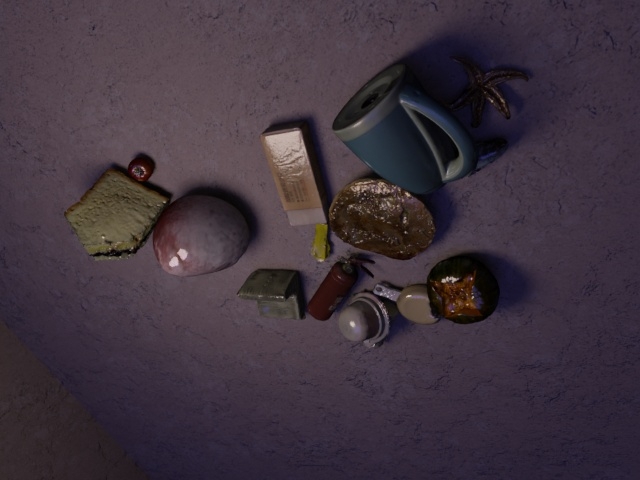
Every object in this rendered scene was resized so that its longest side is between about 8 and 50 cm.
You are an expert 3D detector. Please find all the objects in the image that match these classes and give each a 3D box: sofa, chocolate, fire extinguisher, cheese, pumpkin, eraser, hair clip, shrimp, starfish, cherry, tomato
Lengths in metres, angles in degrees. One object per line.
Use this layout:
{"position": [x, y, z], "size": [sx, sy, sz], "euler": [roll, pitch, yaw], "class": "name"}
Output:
{"position": [-0.181, 0.239, 1.702], "size": [0.211, 0.176, 0.225], "euler": [3, 123, 15], "class": "sofa"}
{"position": [0.140, 0.309, 1.622], "size": [0.221, 0.147, 0.221], "euler": [28, 128, 44], "class": "chocolate"}
{"position": [0.082, 0.171, 1.621], "size": [0.148, 0.106, 0.336], "euler": [26, 128, -8], "class": "fire extinguisher"}
{"position": [0.319, 0.233, 1.607], "size": [0.249, 0.070, 0.163], "euler": [3, 123, 15], "class": "cheese"}
{"position": [0.473, 0.164, 1.458], "size": [0.238, 0.159, 0.237], "euler": [15, 116, 34], "class": "pumpkin"}
{"position": [-0.073, -0.209, 1.427], "size": [0.144, 0.078, 0.343], "euler": [-4, 123, 20], "class": "eraser"}
{"position": [0.000, 0.000, 1.564], "size": [0.073, 0.046, 0.172], "euler": [8, 124, 15], "class": "hair clip"}
{"position": [0.425, -0.234, 1.262], "size": [0.233, 0.079, 0.090], "euler": [-21, 111, 33], "class": "shrimp"}
{"position": [0.425, -0.406, 1.156], "size": [0.213, 0.056, 0.238], "euler": [-32, 114, 24], "class": "starfish"}
{"position": [-0.414, -0.008, 1.533], "size": [0.327, 0.335, 0.290], "euler": [5, 110, -14], "class": "cherry"}
{"position": [-0.646, -0.261, 1.574], "size": [0.088, 0.075, 0.087], "euler": [0, 118, 0], "class": "tomato"}

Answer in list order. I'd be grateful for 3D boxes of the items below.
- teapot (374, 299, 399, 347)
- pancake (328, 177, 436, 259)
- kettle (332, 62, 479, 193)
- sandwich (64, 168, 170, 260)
{"position": [0.223, 0.323, 1.698], "size": [0.107, 0.077, 0.200], "euler": [31, 129, 21], "class": "teapot"}
{"position": [0.201, -0.063, 1.417], "size": [0.357, 0.065, 0.355], "euler": [17, 142, 14], "class": "pancake"}
{"position": [0.251, -0.267, 1.167], "size": [0.342, 0.247, 0.320], "euler": [43, 163, -23], "class": "kettle"}
{"position": [-0.738, -0.077, 1.571], "size": [0.263, 0.325, 0.131], "euler": [28, 146, -5], "class": "sandwich"}
